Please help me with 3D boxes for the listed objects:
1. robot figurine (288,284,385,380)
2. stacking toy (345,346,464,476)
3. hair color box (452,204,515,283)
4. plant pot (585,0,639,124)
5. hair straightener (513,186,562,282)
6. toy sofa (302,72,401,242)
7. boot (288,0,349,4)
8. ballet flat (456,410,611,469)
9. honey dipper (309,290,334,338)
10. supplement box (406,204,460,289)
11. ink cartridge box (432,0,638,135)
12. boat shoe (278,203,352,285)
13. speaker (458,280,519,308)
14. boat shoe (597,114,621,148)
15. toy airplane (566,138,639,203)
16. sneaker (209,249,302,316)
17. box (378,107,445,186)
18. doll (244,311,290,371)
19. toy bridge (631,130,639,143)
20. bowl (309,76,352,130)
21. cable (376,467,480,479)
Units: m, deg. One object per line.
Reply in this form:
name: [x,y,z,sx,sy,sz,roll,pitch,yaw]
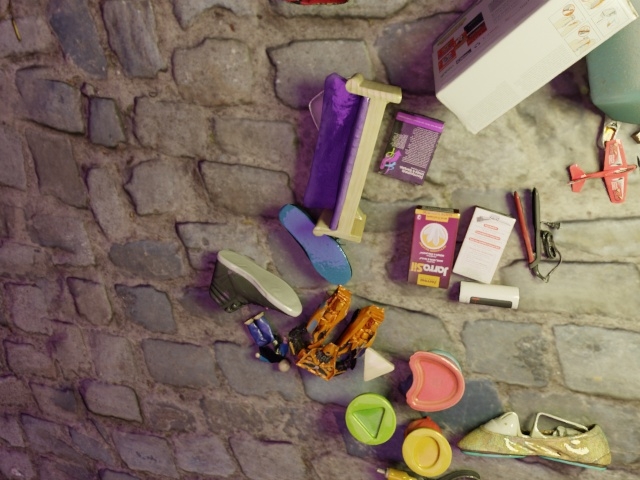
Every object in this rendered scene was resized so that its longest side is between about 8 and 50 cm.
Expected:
robot figurine: [0.034,0.265,1.166,0.211,0.085,0.291,29,117,-7]
stacking toy: [0.227,0.421,1.151,0.280,0.130,0.309,14,94,13]
hair color box: [0.391,0.009,1.040,0.093,0.053,0.167,20,108,13]
plant pot: [0.634,-0.335,0.771,0.252,0.248,0.247,-12,77,47]
hair straightener: [0.515,-0.013,0.999,0.089,0.047,0.230,-13,98,19]
toy sofa: [0.056,-0.191,1.000,0.177,0.150,0.362,15,118,3]
boot: [-0.073,-0.712,0.985,0.377,0.138,0.284,10,105,9]
ballet flat: [0.523,0.488,1.083,0.349,0.123,0.123,-2,101,18]
honey dipper: [0.004,0.215,1.217,0.030,0.030,0.160,26,111,10]
supplement box: [0.276,0.014,1.061,0.104,0.081,0.188,8,104,15]
ink cartridge box: [0.380,-0.408,0.845,0.130,0.272,0.309,35,131,-23]
boat shoe: [0.000,0.000,1.142,0.109,0.089,0.258,-34,92,12]
speaker: [0.410,0.133,1.060,0.136,0.055,0.055,6,103,15]
boat shoe: [0.623,-0.246,0.921,0.035,0.035,0.100,17,107,13]
toy airplane: [0.619,-0.144,0.948,0.151,0.028,0.151,5,117,9]
sneaker: [-0.193,0.161,1.230,0.296,0.104,0.147,32,111,14]
box: [0.221,-0.226,1.053,0.116,0.029,0.162,21,106,13]
doll: [-0.146,0.305,1.273,0.129,0.046,0.189,-30,92,22]
toy bridge: [0.735,-0.265,0.868,0.188,0.063,0.026,-39,89,21]
bowl: [0.058,-0.313,1.071,0.142,0.053,0.142,-26,93,20]
cable: [0.300,0.702,1.209,0.287,0.072,0.139,-3,107,17]
